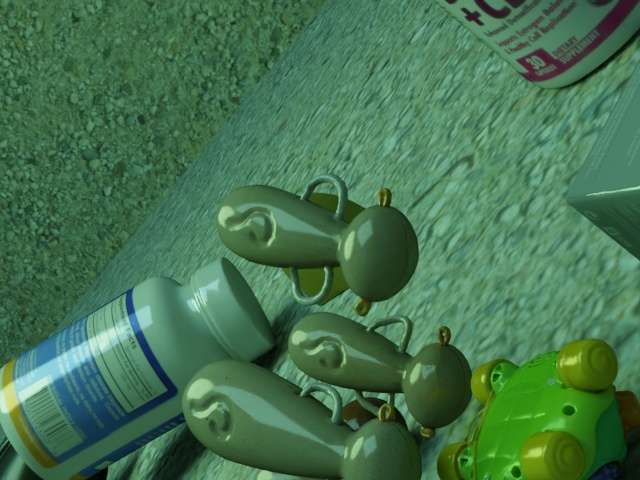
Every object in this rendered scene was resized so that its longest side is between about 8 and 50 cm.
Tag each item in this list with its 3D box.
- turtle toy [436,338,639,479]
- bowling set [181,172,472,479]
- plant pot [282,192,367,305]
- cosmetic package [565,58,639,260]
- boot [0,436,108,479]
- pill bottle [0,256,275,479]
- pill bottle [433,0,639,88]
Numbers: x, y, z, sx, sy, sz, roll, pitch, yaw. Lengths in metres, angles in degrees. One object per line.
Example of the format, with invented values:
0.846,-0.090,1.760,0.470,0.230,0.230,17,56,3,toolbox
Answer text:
0.108,0.109,0.469,0.095,0.066,0.130,-28,31,60,turtle toy
0.029,0.112,0.568,0.154,0.200,0.287,13,94,39,bowling set
0.000,0.000,0.973,0.081,0.083,0.081,-37,23,48,plant pot
0.226,-0.049,0.400,0.127,0.107,0.238,-58,19,-13,cosmetic package
-0.318,0.374,0.991,0.367,0.146,0.445,-64,14,-7,boot
-0.191,0.132,1.033,0.272,0.152,0.152,-31,19,4,pill bottle
0.130,-0.266,0.782,0.160,0.283,0.160,-49,16,20,pill bottle
